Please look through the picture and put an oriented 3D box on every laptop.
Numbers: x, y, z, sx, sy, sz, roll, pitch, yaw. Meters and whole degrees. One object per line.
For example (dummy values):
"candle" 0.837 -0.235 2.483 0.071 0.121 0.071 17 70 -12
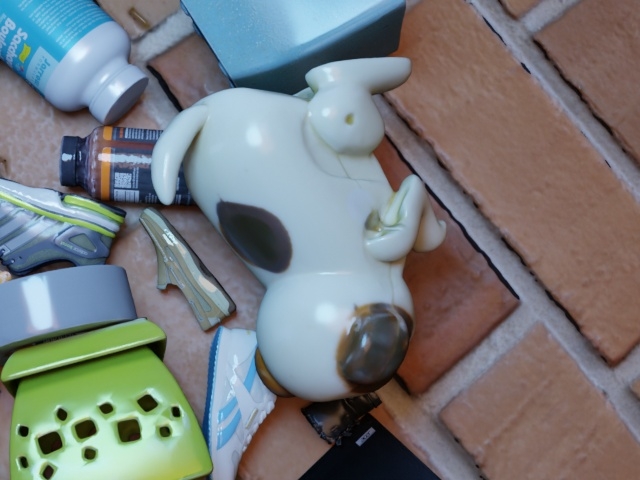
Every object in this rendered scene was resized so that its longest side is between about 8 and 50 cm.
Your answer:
"laptop" 0.083 0.427 1.248 0.234 0.136 0.264 -41 114 -16

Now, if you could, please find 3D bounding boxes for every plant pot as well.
"plant pot" -0.271 0.225 1.114 0.228 0.227 0.207 -13 76 -15
"plant pot" -0.054 -0.338 1.277 0.252 0.248 0.247 -32 86 0

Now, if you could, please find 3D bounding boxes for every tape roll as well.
"tape roll" -0.343 0.097 1.123 0.219 0.219 0.072 -15 80 -14

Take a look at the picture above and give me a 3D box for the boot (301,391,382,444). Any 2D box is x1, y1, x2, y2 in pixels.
"boot" 0.017 0.218 1.265 0.099 0.045 0.121 -37 81 -9

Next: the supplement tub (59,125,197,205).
"supplement tub" -0.257 -0.104 1.246 0.198 0.106 0.106 4 77 -11

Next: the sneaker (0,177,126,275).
"sneaker" -0.418 -0.018 1.196 0.300 0.111 0.121 11 84 -4

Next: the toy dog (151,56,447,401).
"toy dog" 0.000 0.000 1.148 0.395 0.284 0.408 -14 87 -56

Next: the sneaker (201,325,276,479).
"sneaker" -0.109 0.233 1.213 0.092 0.087 0.228 9 79 -14

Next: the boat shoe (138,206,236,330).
"boat shoe" -0.200 0.042 1.249 0.072 0.068 0.190 -38 88 -5

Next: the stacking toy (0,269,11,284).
"stacking toy" -0.479 -0.021 1.087 0.175 0.165 0.302 -28 127 10

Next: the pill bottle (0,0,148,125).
"pill bottle" -0.365 -0.279 1.240 0.264 0.146 0.146 42 73 0
